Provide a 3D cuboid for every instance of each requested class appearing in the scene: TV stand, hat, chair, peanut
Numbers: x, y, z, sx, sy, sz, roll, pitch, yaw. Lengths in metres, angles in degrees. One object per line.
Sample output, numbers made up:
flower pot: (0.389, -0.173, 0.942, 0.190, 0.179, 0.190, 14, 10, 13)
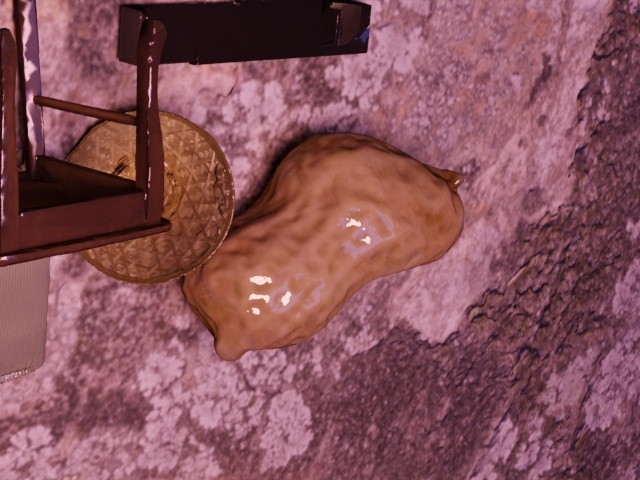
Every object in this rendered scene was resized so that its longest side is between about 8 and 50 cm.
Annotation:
TV stand: (-0.060, -0.182, 1.230, 0.256, 0.040, 0.048, -10, 113, -43)
hat: (-0.146, -0.036, 1.196, 0.146, 0.067, 0.146, 0, 91, -6)
chair: (-0.224, -0.010, 1.039, 0.160, 0.186, 0.319, -14, 114, -47)
peanut: (-0.002, -0.009, 1.295, 0.291, 0.143, 0.159, -29, 91, -28)
